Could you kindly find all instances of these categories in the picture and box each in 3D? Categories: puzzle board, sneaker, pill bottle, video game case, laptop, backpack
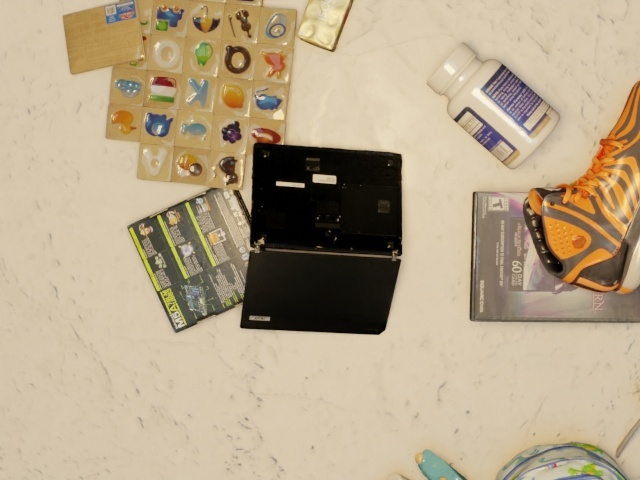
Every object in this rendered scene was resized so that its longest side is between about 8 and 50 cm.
[{"bbox_3d":[-0.339,-0.318,1.823,0.128,0.011,0.096,-10,85,15],"label":"puzzle board"},{"bbox_3d":[0.400,-0.088,1.685,0.180,0.124,0.321,11,90,-7],"label":"sneaker"},{"bbox_3d":[0.256,-0.206,1.749,0.187,0.112,0.112,42,97,-1],"label":"pill bottle"},{"bbox_3d":[0.364,0.026,1.760,0.274,0.026,0.196,1,92,-5],"label":"video game case"},{"bbox_3d":[0.000,0.000,1.808,0.234,0.136,0.264,3,73,-9],"label":"laptop"},{"bbox_3d":[0.392,0.481,1.754,0.290,0.273,0.355,-14,84,10],"label":"backpack"}]

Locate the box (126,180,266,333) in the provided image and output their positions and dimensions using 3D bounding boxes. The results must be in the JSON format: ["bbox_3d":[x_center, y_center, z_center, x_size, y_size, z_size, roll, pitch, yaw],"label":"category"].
[{"bbox_3d":[-0.184,0.025,1.840,0.184,0.045,0.190,-24,93,8],"label":"box"}]

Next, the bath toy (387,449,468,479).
[{"bbox_3d":[0.103,0.493,1.829,0.348,0.129,0.151,-43,47,5],"label":"bath toy"}]

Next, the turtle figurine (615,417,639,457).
[{"bbox_3d":[0.594,0.261,1.774,0.198,0.274,0.266,28,76,23],"label":"turtle figurine"}]

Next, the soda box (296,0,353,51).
[{"bbox_3d":[0.023,-0.383,1.777,0.061,0.058,0.181,21,96,2],"label":"soda box"}]

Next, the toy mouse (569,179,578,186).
[{"bbox_3d":[0.392,-0.022,1.791,0.161,0.031,0.143,-1,94,-5],"label":"toy mouse"}]

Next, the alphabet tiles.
[{"bbox_3d":[-0.186,-0.256,1.809,0.285,0.011,0.342,6,91,8],"label":"alphabet tiles"}]
